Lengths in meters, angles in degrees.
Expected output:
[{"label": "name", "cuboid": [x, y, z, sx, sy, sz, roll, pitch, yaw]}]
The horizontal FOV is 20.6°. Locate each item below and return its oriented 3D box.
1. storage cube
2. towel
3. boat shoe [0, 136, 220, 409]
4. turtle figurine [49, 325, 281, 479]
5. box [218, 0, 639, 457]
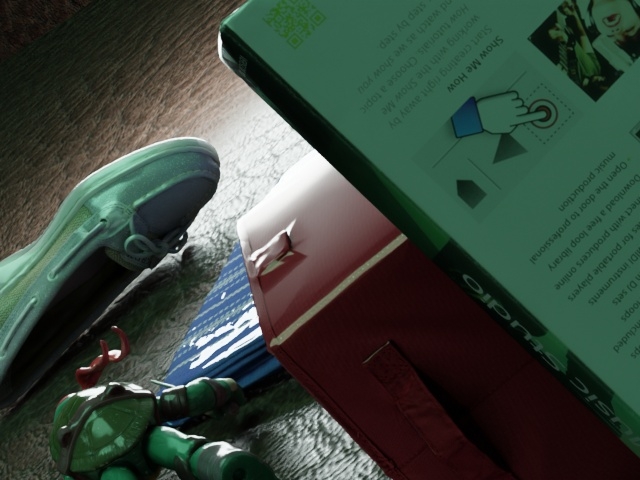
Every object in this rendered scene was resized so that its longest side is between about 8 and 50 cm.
[{"label": "storage cube", "cuboid": [0.092, 0.020, 0.899, 0.193, 0.183, 0.215, -40, 19, 8]}, {"label": "towel", "cuboid": [0.000, 0.000, 1.378, 0.243, 0.040, 0.336, -32, 20, 36]}, {"label": "boat shoe", "cuboid": [-0.212, 0.028, 1.647, 0.320, 0.103, 0.118, -37, -26, 7]}, {"label": "turtle figurine", "cuboid": [-0.125, 0.151, 1.174, 0.175, 0.118, 0.234, -52, 28, -7]}, {"label": "box", "cuboid": [0.150, -0.054, 0.744, 0.232, 0.322, 0.058, -45, -5, -8]}]
